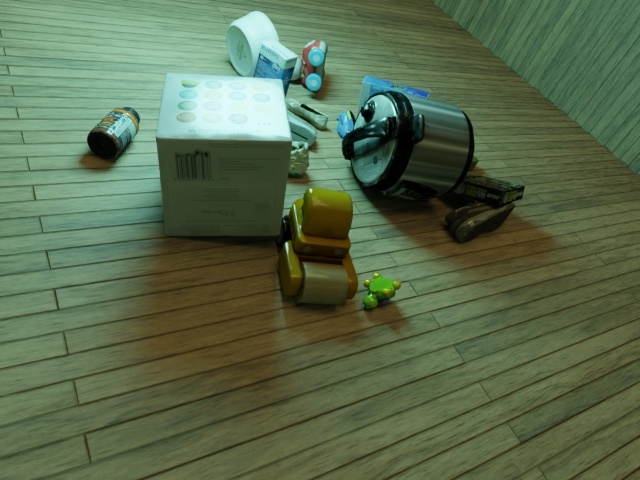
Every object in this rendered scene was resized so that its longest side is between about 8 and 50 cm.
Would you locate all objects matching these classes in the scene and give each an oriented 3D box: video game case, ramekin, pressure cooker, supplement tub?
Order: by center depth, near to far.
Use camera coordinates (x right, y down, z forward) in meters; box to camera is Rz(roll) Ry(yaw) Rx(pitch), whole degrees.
[{"bbox_3d":[-0.647,-0.349,1.627,0.106,0.106,0.198,20,41,-6],"label":"supplement tub"},{"bbox_3d":[0.294,-0.351,1.883,0.420,0.370,0.376,5,41,-26],"label":"pressure cooker"},{"bbox_3d":[0.289,-0.525,2.116,0.269,0.244,0.061,19,48,12],"label":"video game case"},{"bbox_3d":[-0.292,-0.816,2.174,0.127,0.273,0.273,-27,62,-29],"label":"ramekin"}]

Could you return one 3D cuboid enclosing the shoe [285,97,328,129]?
[{"bbox_3d":[-0.059,-0.544,2.145,0.219,0.058,0.076,34,42,11],"label":"shoe"}]

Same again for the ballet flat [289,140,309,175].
[{"bbox_3d":[-0.227,-0.332,1.791,0.408,0.147,0.147,7,44,-18],"label":"ballet flat"}]

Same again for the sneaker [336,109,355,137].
[{"bbox_3d":[0.114,-0.443,2.133,0.069,0.082,0.209,35,38,-54],"label":"sneaker"}]

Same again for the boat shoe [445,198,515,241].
[{"bbox_3d":[0.615,-0.108,1.963,0.355,0.132,0.130,-17,56,-39],"label":"boat shoe"}]

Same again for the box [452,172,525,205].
[{"bbox_3d":[0.636,-0.211,2.029,0.270,0.060,0.216,22,23,36],"label":"box"}]

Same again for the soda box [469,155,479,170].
[{"bbox_3d":[0.611,-0.343,2.259,0.181,0.058,0.061,-12,53,-34],"label":"soda box"}]

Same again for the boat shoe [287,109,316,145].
[{"bbox_3d":[-0.151,-0.463,2.002,0.302,0.109,0.094,31,25,-6],"label":"boat shoe"}]

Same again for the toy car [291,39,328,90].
[{"bbox_3d":[-0.097,-0.799,2.303,0.237,0.210,0.219,8,32,0],"label":"toy car"}]

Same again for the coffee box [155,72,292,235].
[{"bbox_3d":[-0.276,-0.245,1.480,0.337,0.338,0.334,0,45,-10],"label":"coffee box"}]

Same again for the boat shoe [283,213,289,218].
[{"bbox_3d":[-0.055,-0.068,1.660,0.133,0.049,0.042,-6,57,-25],"label":"boat shoe"}]

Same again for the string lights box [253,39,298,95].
[{"bbox_3d":[-0.193,-0.636,2.025,0.133,0.260,0.076,40,43,16],"label":"string lights box"}]

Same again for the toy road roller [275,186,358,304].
[{"bbox_3d":[0.000,0.000,1.470,0.202,0.241,0.330,6,44,-20],"label":"toy road roller"}]

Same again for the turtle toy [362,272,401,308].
[{"bbox_3d":[0.174,0.155,1.524,0.095,0.066,0.130,23,38,35],"label":"turtle toy"}]
